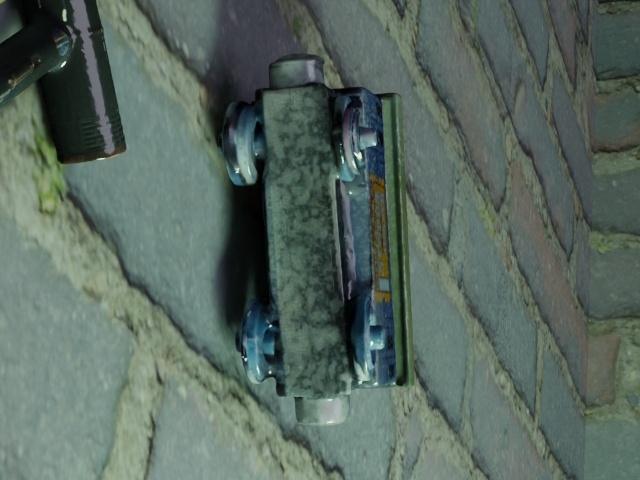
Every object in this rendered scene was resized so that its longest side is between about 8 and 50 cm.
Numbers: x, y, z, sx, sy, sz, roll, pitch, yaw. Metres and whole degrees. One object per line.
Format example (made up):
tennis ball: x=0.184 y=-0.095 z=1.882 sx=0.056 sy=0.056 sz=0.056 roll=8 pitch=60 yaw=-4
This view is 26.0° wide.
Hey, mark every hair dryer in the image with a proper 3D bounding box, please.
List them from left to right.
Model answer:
hair dryer: x=-0.187 y=-0.114 z=0.794 sx=0.195 sy=0.050 sz=0.173 roll=-36 pitch=117 yaw=-62

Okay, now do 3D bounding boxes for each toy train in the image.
toy train: x=0.000 y=0.000 z=1.163 sx=0.202 sy=0.131 sz=0.300 roll=7 pitch=80 yaw=-76

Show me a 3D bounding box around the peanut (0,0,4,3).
peanut: x=-0.211 y=-0.176 z=0.618 sx=0.274 sy=0.125 sz=0.111 roll=22 pitch=68 yaw=-68
